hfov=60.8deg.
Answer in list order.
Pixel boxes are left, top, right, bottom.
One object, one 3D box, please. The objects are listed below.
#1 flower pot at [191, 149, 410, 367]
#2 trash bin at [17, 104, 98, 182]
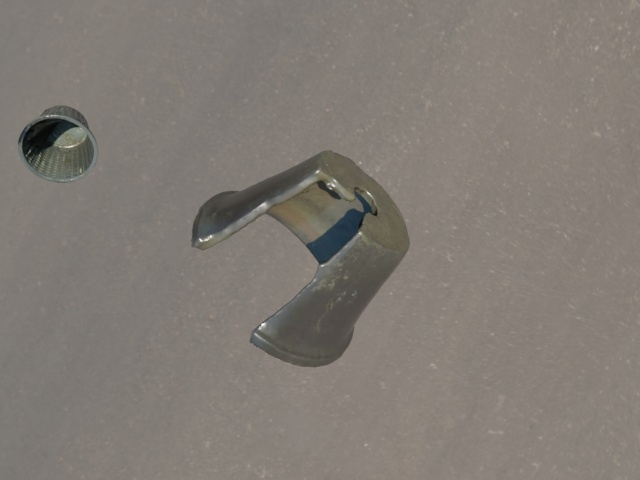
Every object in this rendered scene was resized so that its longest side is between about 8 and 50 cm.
[{"bbox_3d":[0.000,0.000,0.977,0.251,0.379,0.379,-42,64,27],"label":"flower pot"},{"bbox_3d":[-0.645,-0.253,1.357,0.175,0.175,0.161,-50,34,13],"label":"trash bin"}]
